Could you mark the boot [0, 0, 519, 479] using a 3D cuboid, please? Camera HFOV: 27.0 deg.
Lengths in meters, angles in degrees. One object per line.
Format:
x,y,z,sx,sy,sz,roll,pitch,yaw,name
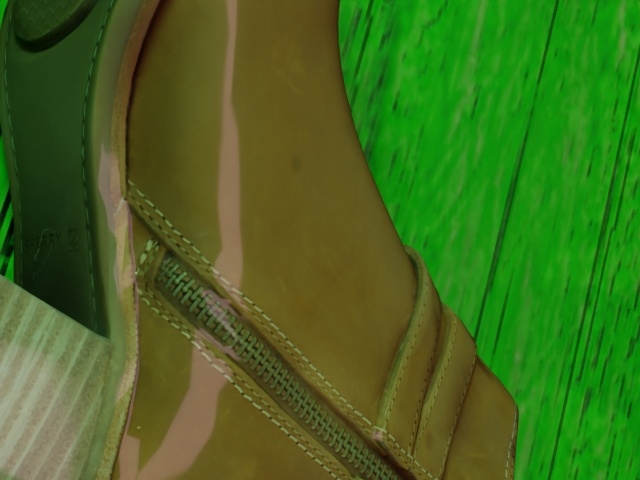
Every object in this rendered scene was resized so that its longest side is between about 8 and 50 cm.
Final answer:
0.000,0.000,0.410,0.220,0.109,0.283,36,68,-30,boot
